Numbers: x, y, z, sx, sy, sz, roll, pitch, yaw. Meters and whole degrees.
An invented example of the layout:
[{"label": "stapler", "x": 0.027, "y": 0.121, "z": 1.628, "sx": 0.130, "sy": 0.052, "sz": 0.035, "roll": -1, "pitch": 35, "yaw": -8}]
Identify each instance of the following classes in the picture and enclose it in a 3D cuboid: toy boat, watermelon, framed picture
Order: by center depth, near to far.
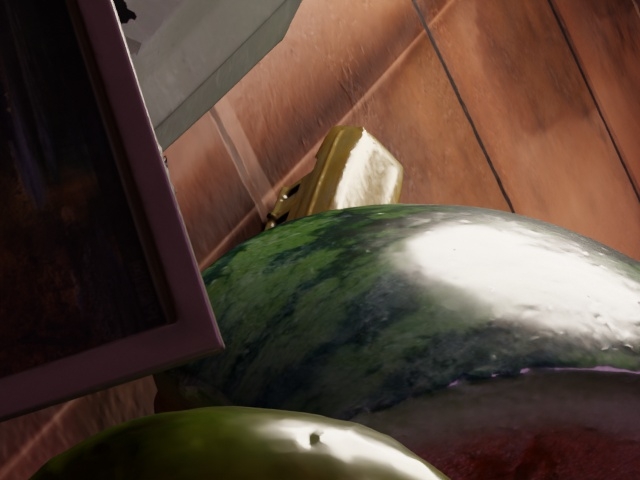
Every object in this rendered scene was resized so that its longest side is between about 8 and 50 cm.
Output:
[{"label": "framed picture", "x": -0.156, "y": -0.052, "z": 0.621, "sx": 0.016, "sy": 0.184, "sz": 0.250, "roll": 89, "pitch": -16, "yaw": -80}, {"label": "watermelon", "x": 0.074, "y": 0.116, "z": 0.862, "sx": 0.283, "sy": 0.250, "sz": 0.293, "roll": -11, "pitch": 88, "yaw": -41}, {"label": "toy boat", "x": 0.000, "y": 0.000, "z": 1.062, "sx": 0.057, "sy": 0.077, "sz": 0.200, "roll": 46, "pitch": 31, "yaw": -18}]

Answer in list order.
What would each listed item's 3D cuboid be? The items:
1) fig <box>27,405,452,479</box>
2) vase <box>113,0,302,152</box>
[{"label": "fig", "x": -0.028, "y": 0.195, "z": 0.653, "sx": 0.314, "sy": 0.233, "sz": 0.233, "roll": 91, "pitch": -5, "yaw": -55}, {"label": "vase", "x": -0.110, "y": -0.091, "z": 0.807, "sx": 0.165, "sy": 0.165, "sz": 0.360, "roll": 59, "pitch": 29, "yaw": -22}]
